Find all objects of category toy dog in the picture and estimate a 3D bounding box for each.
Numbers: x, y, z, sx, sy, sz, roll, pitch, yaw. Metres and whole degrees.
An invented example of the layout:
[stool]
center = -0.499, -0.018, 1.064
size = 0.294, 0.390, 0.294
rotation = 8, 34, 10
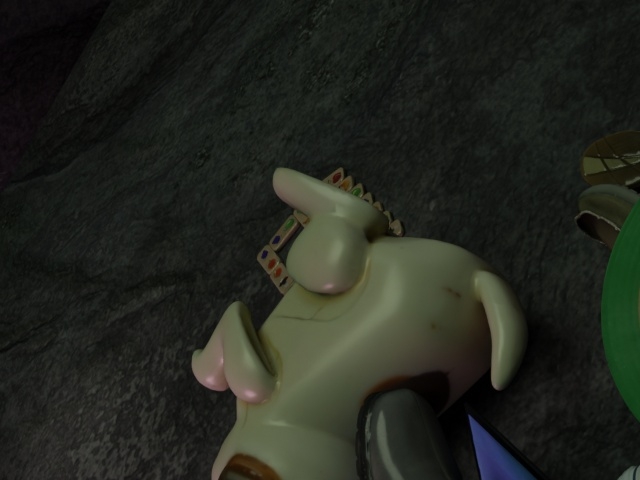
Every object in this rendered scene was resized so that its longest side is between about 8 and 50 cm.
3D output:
[toy dog]
center = 0.034, 0.186, 1.479
size = 0.395, 0.284, 0.408
rotation = 24, 83, 38

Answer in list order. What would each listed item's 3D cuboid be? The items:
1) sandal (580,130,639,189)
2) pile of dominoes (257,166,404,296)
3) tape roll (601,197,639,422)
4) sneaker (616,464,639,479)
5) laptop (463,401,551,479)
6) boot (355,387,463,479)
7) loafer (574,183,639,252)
[sandal]
center = 0.375, -0.089, 1.435
size = 0.180, 0.049, 0.072
rotation = -15, 56, 27
[pile of dominoes]
center = 0.000, 0.000, 1.837
size = 0.196, 0.040, 0.251
rotation = -52, 34, 8
[tape roll]
center = 0.401, 0.050, 1.147
size = 0.321, 0.077, 0.321
rotation = -21, 60, 41
[sneaker]
center = 0.322, 0.291, 1.136
size = 0.091, 0.094, 0.258
rotation = -40, 36, 31
[laptop]
center = 0.162, 0.340, 1.262
size = 0.264, 0.137, 0.234
rotation = -54, 33, 4
[boot]
center = 0.168, 0.264, 1.147
size = 0.223, 0.118, 0.338
rotation = -32, 71, 42
[loafer]
center = 0.341, 0.014, 1.342
size = 0.087, 0.094, 0.251
rotation = -54, 33, -3
